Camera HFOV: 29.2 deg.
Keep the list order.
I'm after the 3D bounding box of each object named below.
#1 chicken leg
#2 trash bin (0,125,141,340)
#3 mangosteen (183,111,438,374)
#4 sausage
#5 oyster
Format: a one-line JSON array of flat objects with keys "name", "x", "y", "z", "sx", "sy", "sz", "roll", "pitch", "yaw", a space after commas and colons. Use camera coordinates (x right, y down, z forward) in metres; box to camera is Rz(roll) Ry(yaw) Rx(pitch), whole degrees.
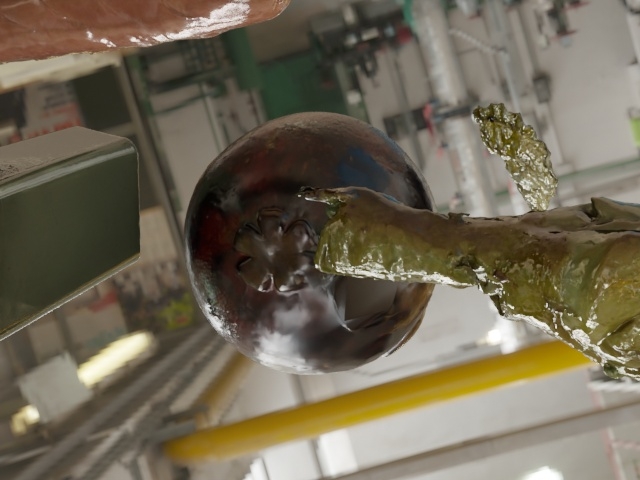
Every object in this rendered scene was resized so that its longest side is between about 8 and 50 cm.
[{"name": "chicken leg", "x": 0.181, "y": 0.026, "z": 1.091, "sx": 0.429, "sy": 0.152, "sz": 0.201, "roll": 11, "pitch": 180, "yaw": 14}, {"name": "trash bin", "x": -0.304, "y": -0.018, "z": 1.283, "sx": 0.122, "sy": 0.164, "sz": 0.240, "roll": 15, "pitch": -154, "yaw": 28}, {"name": "mangosteen", "x": 0.000, "y": 0.002, "z": 1.358, "sx": 0.311, "sy": 0.311, "sz": 0.311, "roll": -16, "pitch": -176, "yaw": 1}, {"name": "sausage", "x": -0.208, "y": -0.207, "z": 1.103, "sx": 0.433, "sy": 0.087, "sz": 0.088, "roll": -1, "pitch": -169, "yaw": 29}, {"name": "oyster", "x": 0.221, "y": -0.101, "z": 1.396, "sx": 0.045, "sy": 0.121, "sz": 0.146, "roll": -34, "pitch": 146, "yaw": -4}]
